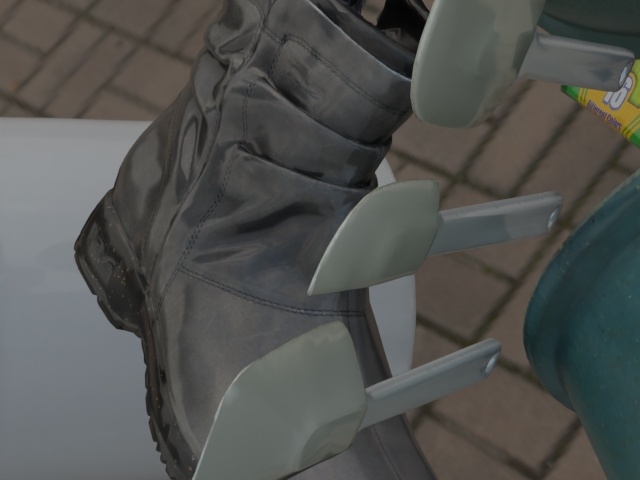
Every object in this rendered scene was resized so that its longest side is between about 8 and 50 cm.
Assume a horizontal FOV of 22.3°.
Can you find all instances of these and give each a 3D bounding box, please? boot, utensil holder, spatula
[{"bbox_3d":[0.000,0.000,0.772,0.338,0.118,0.222,49,119,38],"label":"boot"},{"bbox_3d":[-0.152,0.054,1.393,0.386,0.327,0.327,0,40,-21],"label":"utensil holder"},{"bbox_3d":[0.040,-0.002,0.504,0.019,0.242,0.168,26,102,18],"label":"spatula"}]

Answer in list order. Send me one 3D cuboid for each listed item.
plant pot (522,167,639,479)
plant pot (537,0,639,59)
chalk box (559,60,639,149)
[{"bbox_3d":[0.279,0.135,0.555,0.341,0.341,0.334,-24,61,18],"label":"plant pot"},{"bbox_3d":[0.184,-0.226,0.906,0.293,0.196,0.293,-5,51,7],"label":"plant pot"},{"bbox_3d":[0.368,-0.198,1.355,0.289,0.179,0.180,-65,26,14],"label":"chalk box"}]
